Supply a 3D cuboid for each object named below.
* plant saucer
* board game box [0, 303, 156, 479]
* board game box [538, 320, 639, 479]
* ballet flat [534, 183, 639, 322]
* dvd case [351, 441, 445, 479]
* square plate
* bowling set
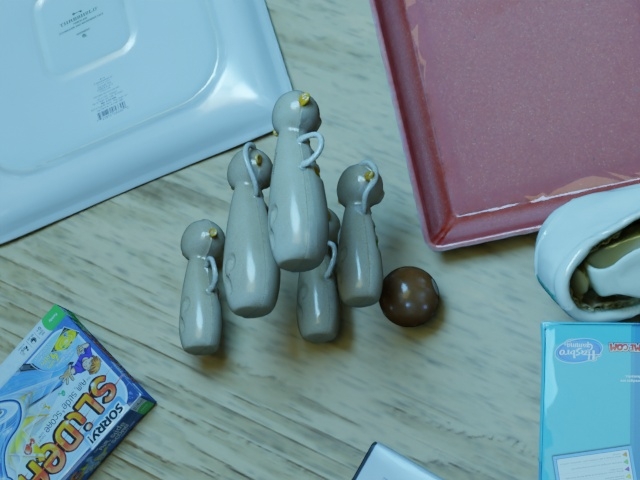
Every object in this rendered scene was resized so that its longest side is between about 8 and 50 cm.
[{"bbox_3d":[0.190,-0.141,1.439,0.258,0.048,0.259,-12,93,17],"label":"plant saucer"},{"bbox_3d":[-0.266,0.178,1.561,0.136,0.035,0.201,42,91,26],"label":"board game box"},{"bbox_3d":[0.295,0.234,1.291,0.253,0.079,0.336,0,74,13],"label":"board game box"},{"bbox_3d":[0.360,-0.021,1.322,0.400,0.139,0.139,-21,67,16],"label":"ballet flat"},{"bbox_3d":[0.104,0.304,1.388,0.253,0.022,0.180,28,85,25],"label":"dvd case"},{"bbox_3d":[-0.224,-0.209,1.659,0.347,0.049,0.344,-22,67,14],"label":"square plate"},{"bbox_3d":[0.000,0.000,1.467,0.287,0.200,0.154,-37,49,54],"label":"bowling set"}]
